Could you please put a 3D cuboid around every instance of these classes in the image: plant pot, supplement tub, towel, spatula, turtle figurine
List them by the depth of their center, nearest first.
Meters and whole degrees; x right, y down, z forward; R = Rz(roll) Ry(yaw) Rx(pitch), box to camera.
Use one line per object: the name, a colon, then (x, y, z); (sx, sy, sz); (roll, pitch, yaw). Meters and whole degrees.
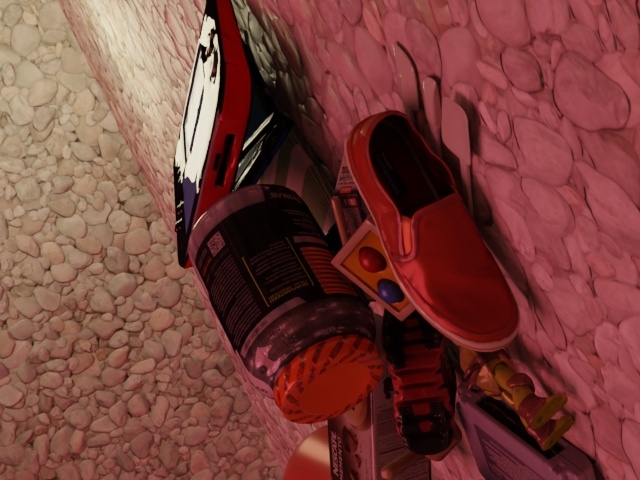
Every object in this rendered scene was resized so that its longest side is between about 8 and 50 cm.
spatula: (0.143, -0.109, 1.324); (0.168, 0.019, 0.242); (47, 160, 39)
turtle figurine: (0.229, 0.162, 1.398); (0.217, 0.087, 0.270); (48, 160, 40)
supplement tub: (-0.051, 0.093, 1.607); (0.207, 0.207, 0.338); (81, 163, -52)
towel: (-0.043, -0.089, 1.897); (0.325, 0.038, 0.248); (56, 155, 26)
plant pot: (0.092, 0.531, 2.227); (0.243, 0.275, 0.275); (3, 121, 61)

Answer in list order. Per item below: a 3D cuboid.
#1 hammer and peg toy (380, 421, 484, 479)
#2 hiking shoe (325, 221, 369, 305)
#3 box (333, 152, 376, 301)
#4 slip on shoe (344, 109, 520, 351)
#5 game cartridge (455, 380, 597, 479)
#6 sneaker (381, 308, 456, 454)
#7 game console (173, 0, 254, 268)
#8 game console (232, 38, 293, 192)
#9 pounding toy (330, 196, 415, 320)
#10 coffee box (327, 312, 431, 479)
hammer and peg toy: (0.215, 0.455, 1.650); (0.361, 0.266, 0.127); (52, 123, 27)
hiking shoe: (0.051, 0.047, 1.763); (0.086, 0.114, 0.227); (24, 119, 23)
box: (0.066, -0.022, 1.582); (0.114, 0.036, 0.207); (-75, -24, -48)
slip on shoe: (0.136, -0.014, 1.298); (0.331, 0.123, 0.101); (61, 164, 9)
game cartridge: (0.307, 0.336, 1.532); (0.297, 0.062, 0.198); (34, 153, 59)
sneaker: (0.153, 0.182, 1.646); (0.135, 0.097, 0.276); (-50, -48, -74)
game console: (-0.193, -0.182, 1.766); (0.342, 0.060, 0.387); (-108, 29, -47)
game console: (-0.176, -0.171, 1.848); (0.173, 0.250, 0.293); (34, 159, -9)
pounding toy: (0.067, 0.021, 1.448); (0.181, 0.094, 0.206); (39, 144, 0)
coffee box: (0.097, 0.297, 1.834); (0.168, 0.118, 0.297); (27, 124, 57)
